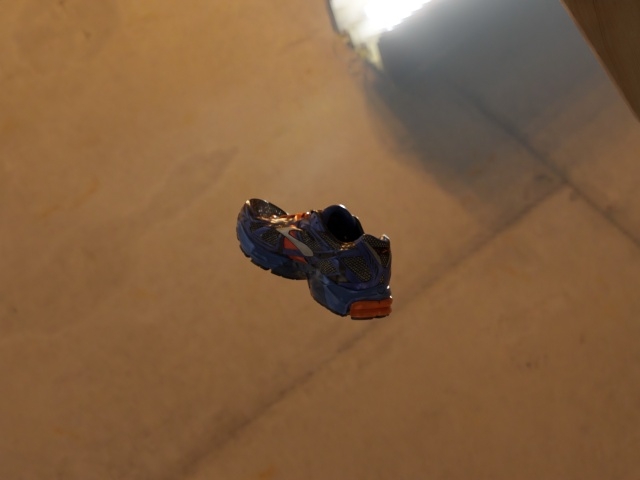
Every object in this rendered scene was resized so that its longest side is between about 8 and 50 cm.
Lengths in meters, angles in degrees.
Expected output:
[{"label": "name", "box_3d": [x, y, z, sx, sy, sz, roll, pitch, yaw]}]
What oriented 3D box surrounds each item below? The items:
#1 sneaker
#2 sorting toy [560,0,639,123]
[{"label": "sneaker", "box_3d": [0.000, 0.000, 1.399, 0.221, 0.083, 0.087, 29, -69, 42]}, {"label": "sorting toy", "box_3d": [0.326, -0.277, 1.279, 0.255, 0.257, 0.089, -37, -146, 6]}]
